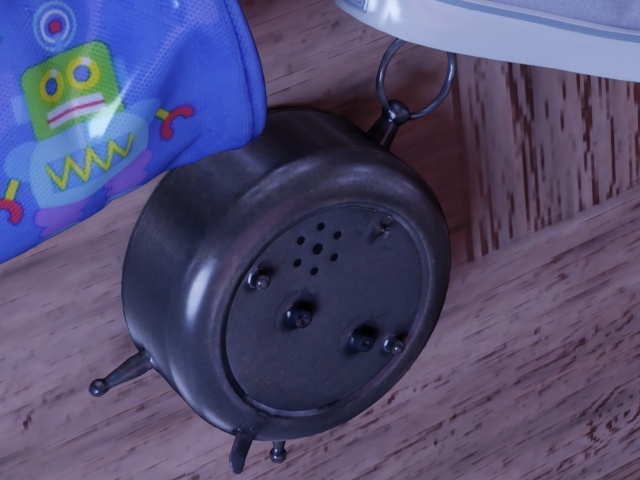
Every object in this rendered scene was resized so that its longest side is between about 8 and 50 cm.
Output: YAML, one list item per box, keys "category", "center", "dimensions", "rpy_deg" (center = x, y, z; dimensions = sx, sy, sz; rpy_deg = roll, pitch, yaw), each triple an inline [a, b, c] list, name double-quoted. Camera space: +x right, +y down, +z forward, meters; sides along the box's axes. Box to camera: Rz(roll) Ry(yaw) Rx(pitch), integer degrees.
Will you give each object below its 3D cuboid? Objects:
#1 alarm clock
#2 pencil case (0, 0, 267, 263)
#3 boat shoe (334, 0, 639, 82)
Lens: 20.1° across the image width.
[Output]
- category: "alarm clock"
  center: [0.000, 0.000, 0.718]
  dimensions: [0.129, 0.064, 0.192]
  rpy_deg: [25, 97, -40]
- category: "pencil case"
  center: [-0.165, -0.030, 0.546]
  dimensions: [0.306, 0.119, 0.133]
  rpy_deg: [-27, 144, -21]
- category: "boat shoe"
  center: [0.112, -0.114, 0.715]
  dimensions: [0.227, 0.079, 0.081]
  rpy_deg: [2, 119, -31]
